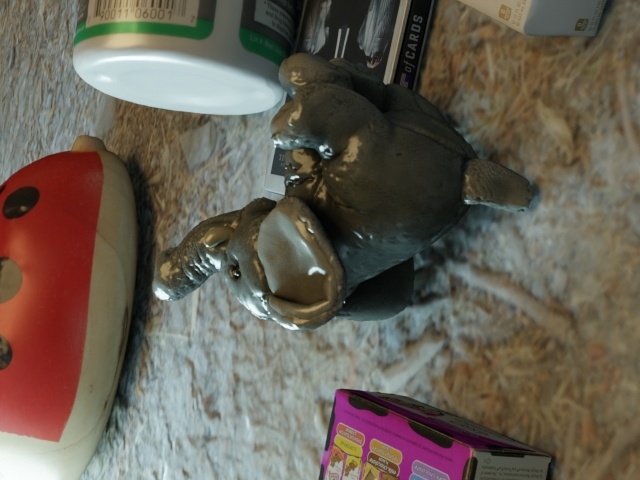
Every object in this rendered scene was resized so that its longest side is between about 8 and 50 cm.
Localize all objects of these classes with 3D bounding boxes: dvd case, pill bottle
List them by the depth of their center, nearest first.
[{"bbox_3d":[0.025,-0.147,0.927,0.179,0.029,0.239,16,94,59],"label":"dvd case"},{"bbox_3d":[-0.112,-0.317,1.036,0.204,0.204,0.361,-4,77,58],"label":"pill bottle"}]

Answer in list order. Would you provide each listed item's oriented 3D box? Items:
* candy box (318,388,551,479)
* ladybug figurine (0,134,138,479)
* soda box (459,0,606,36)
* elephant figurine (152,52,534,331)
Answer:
[{"bbox_3d":[0.055,0.231,0.718,0.159,0.071,0.234,13,91,59],"label":"candy box"},{"bbox_3d":[-0.344,0.089,1.329,0.305,0.161,0.450,6,86,59],"label":"ladybug figurine"},{"bbox_3d":[0.152,-0.237,0.659,0.074,0.069,0.216,43,130,45],"label":"soda box"},{"bbox_3d":[0.000,0.000,0.799,0.239,0.169,0.186,-63,25,19],"label":"elephant figurine"}]
